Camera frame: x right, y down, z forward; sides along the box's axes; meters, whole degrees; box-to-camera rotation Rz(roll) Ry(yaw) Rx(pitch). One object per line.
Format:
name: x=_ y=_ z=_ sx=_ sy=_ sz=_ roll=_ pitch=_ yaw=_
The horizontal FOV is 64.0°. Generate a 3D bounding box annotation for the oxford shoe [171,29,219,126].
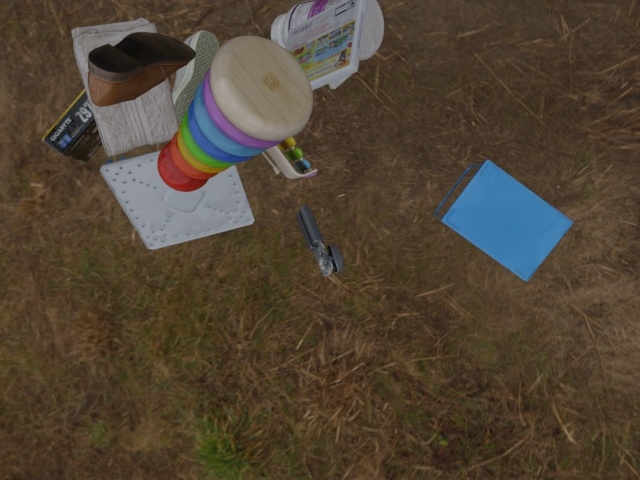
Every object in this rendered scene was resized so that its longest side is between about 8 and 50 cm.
oxford shoe: x=-0.504 y=-0.590 z=1.991 sx=0.130 sy=0.169 sz=0.448 roll=9 pitch=85 yaw=41

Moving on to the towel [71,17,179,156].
towel: x=-0.436 y=-0.348 z=1.170 sx=0.049 sy=0.187 sz=0.281 roll=29 pitch=135 yaw=51

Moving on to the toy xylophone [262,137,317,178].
toy xylophone: x=-0.156 y=-0.347 z=1.878 sx=0.081 sy=0.236 sz=0.322 roll=-41 pitch=113 yaw=-15

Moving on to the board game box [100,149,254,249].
board game box: x=-0.454 y=-0.156 z=1.698 sx=0.391 sy=0.389 sz=0.050 roll=-15 pitch=48 yaw=-2

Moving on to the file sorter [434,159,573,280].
file sorter: x=0.295 y=-0.037 z=0.852 sx=0.170 sy=0.104 sz=0.118 roll=35 pitch=98 yaw=-4

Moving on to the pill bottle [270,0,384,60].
pill bottle: x=0.008 y=-0.567 z=1.389 sx=0.302 sy=0.169 sz=0.169 roll=15 pitch=102 yaw=44

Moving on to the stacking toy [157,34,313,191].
stacking toy: x=-0.152 y=-0.152 z=0.759 sx=0.330 sy=0.141 sz=0.141 roll=-26 pitch=84 yaw=52

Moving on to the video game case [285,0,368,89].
video game case: x=0.000 y=-0.427 z=1.144 sx=0.227 sy=0.026 sz=0.206 roll=-9 pitch=63 yaw=40

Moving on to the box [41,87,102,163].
box: x=-0.665 y=-0.386 z=1.543 sx=0.079 sy=0.257 sz=0.322 roll=39 pitch=87 yaw=-12

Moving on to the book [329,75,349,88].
book: x=0.044 y=-0.565 z=1.607 sx=0.035 sy=0.096 sz=0.144 roll=22 pitch=150 yaw=47

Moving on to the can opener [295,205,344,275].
can opener: x=0.000 y=0.000 z=1.874 sx=0.076 sy=0.095 sz=0.283 roll=-56 pitch=49 yaw=50

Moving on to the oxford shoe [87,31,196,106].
oxford shoe: x=-0.263 y=-0.252 z=0.754 sx=0.076 sy=0.212 sz=0.076 roll=35 pitch=129 yaw=5
